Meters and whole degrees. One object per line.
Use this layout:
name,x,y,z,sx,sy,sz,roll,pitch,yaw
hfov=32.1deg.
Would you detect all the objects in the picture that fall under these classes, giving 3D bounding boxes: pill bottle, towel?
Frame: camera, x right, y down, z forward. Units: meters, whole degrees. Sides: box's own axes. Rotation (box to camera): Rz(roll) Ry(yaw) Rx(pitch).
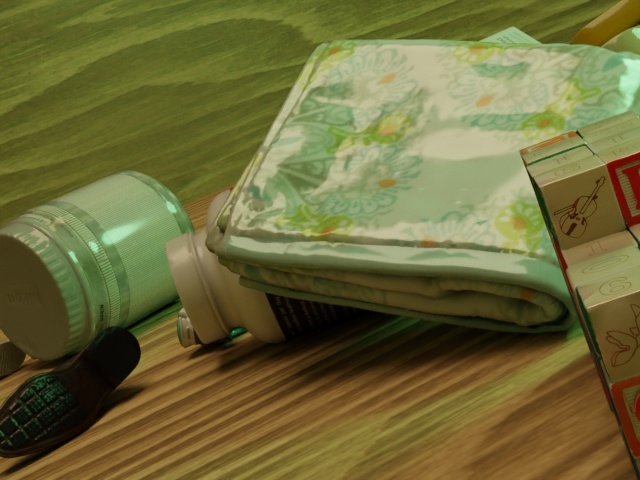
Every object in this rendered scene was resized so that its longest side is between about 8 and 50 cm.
pill bottle,0.000,0.000,1.236,0.323,0.181,0.181,-21,10,-1
towel,0.108,-0.073,1.071,0.374,0.090,0.320,8,53,27

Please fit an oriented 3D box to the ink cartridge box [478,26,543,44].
ink cartridge box,0.225,-0.146,1.458,0.289,0.121,0.211,-28,54,-35

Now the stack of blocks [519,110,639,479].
stack of blocks,0.201,0.027,0.696,0.087,0.171,0.297,-19,10,11

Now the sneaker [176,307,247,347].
sneaker,-0.109,0.091,1.378,0.076,0.065,0.166,1,21,23

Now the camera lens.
camera lens,-0.336,0.032,1.655,0.219,0.219,0.274,-12,13,43

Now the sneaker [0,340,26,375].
sneaker,-0.506,0.189,1.650,0.070,0.051,0.134,-6,21,41

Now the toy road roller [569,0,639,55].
toy road roller,0.468,-0.197,1.295,0.329,0.202,0.240,-34,-23,3

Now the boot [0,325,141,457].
boot,-0.295,0.186,1.234,0.106,0.082,0.219,-42,-3,42
